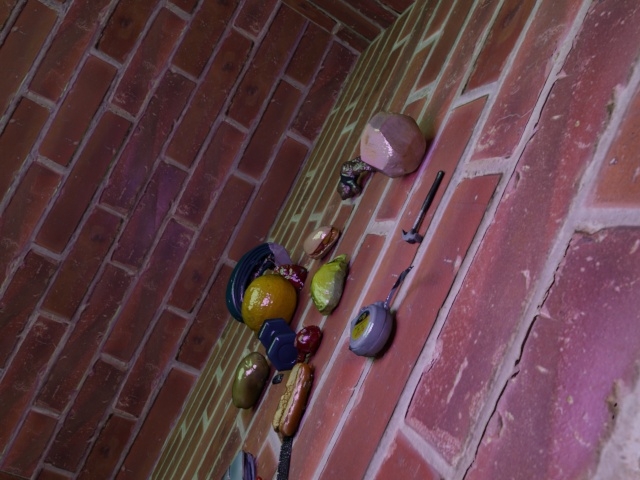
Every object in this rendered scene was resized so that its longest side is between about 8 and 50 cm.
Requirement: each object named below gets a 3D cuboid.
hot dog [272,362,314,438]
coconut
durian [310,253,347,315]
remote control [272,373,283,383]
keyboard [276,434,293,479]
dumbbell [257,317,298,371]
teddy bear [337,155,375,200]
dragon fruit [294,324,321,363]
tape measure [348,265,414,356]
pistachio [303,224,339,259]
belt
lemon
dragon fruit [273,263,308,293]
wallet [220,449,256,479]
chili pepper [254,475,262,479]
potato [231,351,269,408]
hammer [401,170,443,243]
[{"bbox_3d":[-0.087,0.534,1.592,0.109,0.072,0.270,-18,43,57],"label":"hot dog"},{"bbox_3d":[0.249,-0.341,1.664,0.197,0.237,0.237,-22,-13,-36],"label":"coconut"},{"bbox_3d":[0.035,0.164,1.786,0.139,0.101,0.250,-6,50,29],"label":"durian"},{"bbox_3d":[-0.181,0.574,1.950,0.096,0.014,0.039,-40,27,57],"label":"remote control"},{"bbox_3d":[-0.115,0.701,1.514,0.060,0.018,0.196,-50,20,32],"label":"keyboard"},{"bbox_3d":[-0.163,0.416,1.913,0.157,0.143,0.316,-64,16,-3],"label":"dumbbell"},{"bbox_3d":[0.147,-0.303,2.135,0.251,0.129,0.182,-54,15,27],"label":"teddy bear"},{"bbox_3d":[-0.059,0.397,1.717,0.191,0.094,0.094,-69,15,-3],"label":"dragon fruit"},{"bbox_3d":[0.181,0.199,1.253,0.330,0.084,0.164,-50,22,43],"label":"tape measure"},{"bbox_3d":[0.000,0.000,2.131,0.200,0.117,0.145,-52,13,31],"label":"pistachio"},{"bbox_3d":[-0.308,0.221,2.428,0.173,0.300,0.437,-25,37,64],"label":"belt"},{"bbox_3d":[-0.238,0.299,2.165,0.245,0.245,0.320,-22,49,68],"label":"lemon"},{"bbox_3d":[-0.158,0.182,2.289,0.127,0.160,0.121,119,171,-52],"label":"dragon fruit"},{"bbox_3d":[-0.321,0.917,1.717,0.251,0.075,0.176,-58,19,14],"label":"wallet"},{"bbox_3d":[-0.215,0.844,1.525,0.088,0.064,0.169,-55,14,25],"label":"chili pepper"},{"bbox_3d":[-0.308,0.616,2.068,0.169,0.143,0.248,51,-125,-65],"label":"potato"},{"bbox_3d":[0.317,-0.104,1.437,0.247,0.029,0.103,-64,16,-10],"label":"hammer"}]
